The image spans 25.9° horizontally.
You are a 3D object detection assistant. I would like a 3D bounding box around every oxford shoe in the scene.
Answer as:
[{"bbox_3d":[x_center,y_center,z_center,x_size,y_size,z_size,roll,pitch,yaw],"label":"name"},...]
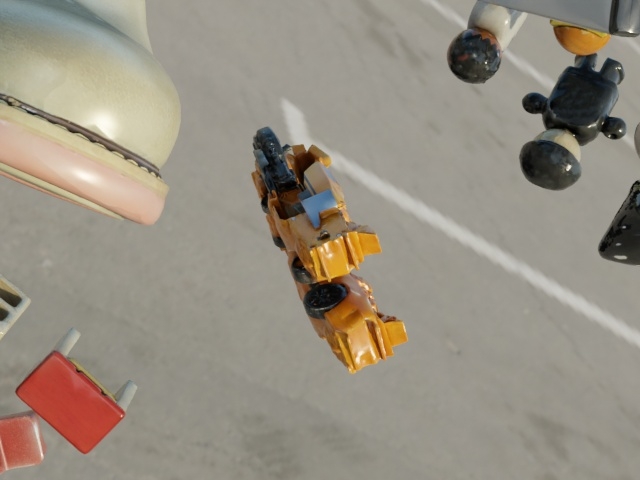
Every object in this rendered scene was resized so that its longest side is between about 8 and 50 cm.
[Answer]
[{"bbox_3d":[-0.138,-0.131,0.585,0.140,0.146,0.397,27,11,-36],"label":"oxford shoe"}]

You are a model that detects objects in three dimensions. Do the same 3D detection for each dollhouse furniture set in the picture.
[{"bbox_3d":[-0.399,0.119,1.415,0.374,0.201,0.152,43,12,-7],"label":"dollhouse furniture set"}]

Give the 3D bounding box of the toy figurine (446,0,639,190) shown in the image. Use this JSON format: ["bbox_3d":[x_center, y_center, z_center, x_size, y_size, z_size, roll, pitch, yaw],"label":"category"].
[{"bbox_3d":[0.231,-0.153,1.209,0.209,0.213,0.148,45,63,-28],"label":"toy figurine"}]

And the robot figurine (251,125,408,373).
[{"bbox_3d":[0.000,0.000,1.394,0.291,0.085,0.211,-118,-171,-61],"label":"robot figurine"}]

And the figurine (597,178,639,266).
[{"bbox_3d":[0.312,-0.061,1.024,0.092,0.215,0.209,35,-7,-22],"label":"figurine"}]

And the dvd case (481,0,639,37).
[{"bbox_3d":[0.156,-0.234,0.892,0.022,0.180,0.253,2,14,-13],"label":"dvd case"}]
